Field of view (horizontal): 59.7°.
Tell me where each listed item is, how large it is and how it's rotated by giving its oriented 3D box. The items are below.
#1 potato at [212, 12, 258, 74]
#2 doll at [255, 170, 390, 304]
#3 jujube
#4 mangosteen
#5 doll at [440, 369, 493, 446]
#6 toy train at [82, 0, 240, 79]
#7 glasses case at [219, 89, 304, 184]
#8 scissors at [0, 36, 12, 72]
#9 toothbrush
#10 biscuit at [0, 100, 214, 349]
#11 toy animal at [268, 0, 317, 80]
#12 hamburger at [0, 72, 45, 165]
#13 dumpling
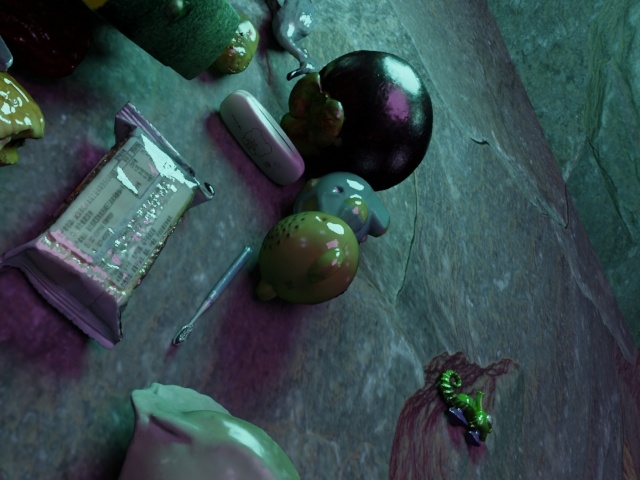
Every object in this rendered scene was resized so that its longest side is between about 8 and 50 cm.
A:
[{"bbox_3d":[-0.164,-0.363,1.038,0.091,0.070,0.138,37,46,-23],"label":"potato"},{"bbox_3d":[0.000,0.000,0.957,0.162,0.177,0.261,54,39,-20],"label":"doll"},{"bbox_3d":[-0.390,-0.292,0.726,0.176,0.109,0.112,30,52,-33],"label":"jujube"},{"bbox_3d":[0.076,-0.231,1.090,0.288,0.288,0.288,24,55,-39],"label":"mangosteen"},{"bbox_3d":[0.322,0.365,1.226,0.190,0.050,0.115,48,47,-17],"label":"doll"},{"bbox_3d":[-0.268,-0.375,0.718,0.272,0.179,0.442,45,7,13],"label":"toy train"},{"bbox_3d":[-0.105,-0.183,1.011,0.193,0.074,0.049,50,39,-18],"label":"glasses case"},{"bbox_3d":[-0.447,-0.329,0.602,0.192,0.029,0.447,-28,70,-39],"label":"scissors"},{"bbox_3d":[-0.161,0.080,0.861,0.016,0.019,0.220,47,43,-13],"label":"toothbrush"},{"bbox_3d":[-0.266,-0.028,0.755,0.186,0.079,0.309,44,44,-26],"label":"biscuit"},{"bbox_3d":[-0.065,-0.454,1.177,0.195,0.090,0.324,-11,71,-43],"label":"toy animal"},{"bbox_3d":[-0.364,-0.143,0.586,0.155,0.207,0.136,-10,104,-45],"label":"hamburger"},{"bbox_3d":[-0.101,0.339,0.655,0.270,0.211,0.321,19,69,-45],"label":"dumpling"}]
